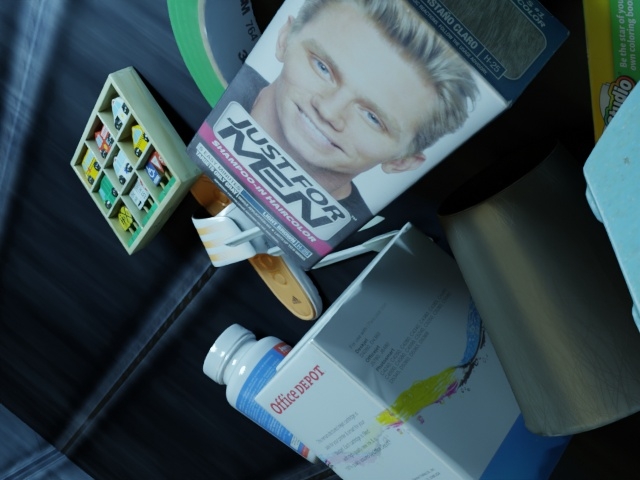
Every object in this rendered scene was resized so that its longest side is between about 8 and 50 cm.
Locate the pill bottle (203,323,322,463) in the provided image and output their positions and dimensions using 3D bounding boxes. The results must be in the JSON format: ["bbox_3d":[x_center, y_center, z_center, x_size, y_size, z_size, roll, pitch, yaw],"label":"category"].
[{"bbox_3d":[-0.061,0.220,1.396,0.221,0.124,0.124,32,146,16],"label":"pill bottle"}]

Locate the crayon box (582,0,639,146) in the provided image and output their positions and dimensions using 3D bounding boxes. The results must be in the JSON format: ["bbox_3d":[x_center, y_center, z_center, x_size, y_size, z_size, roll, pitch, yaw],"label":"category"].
[{"bbox_3d":[0.275,-0.152,0.651,0.165,0.081,0.278,16,139,36],"label":"crayon box"}]

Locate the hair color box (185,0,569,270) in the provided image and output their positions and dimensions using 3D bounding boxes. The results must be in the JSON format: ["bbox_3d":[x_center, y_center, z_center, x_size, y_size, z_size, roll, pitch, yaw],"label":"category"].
[{"bbox_3d":[0.024,-0.118,0.797,0.174,0.105,0.347,44,147,-3],"label":"hair color box"}]

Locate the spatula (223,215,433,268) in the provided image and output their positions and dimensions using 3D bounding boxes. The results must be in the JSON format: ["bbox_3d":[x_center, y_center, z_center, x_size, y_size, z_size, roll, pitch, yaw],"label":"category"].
[{"bbox_3d":[0.000,0.000,1.112,0.168,0.019,0.242,16,159,-29],"label":"spatula"}]

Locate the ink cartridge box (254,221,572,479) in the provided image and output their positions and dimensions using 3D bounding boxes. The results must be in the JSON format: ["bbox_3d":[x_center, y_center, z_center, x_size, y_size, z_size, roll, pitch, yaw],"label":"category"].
[{"bbox_3d":[0.108,0.164,1.017,0.270,0.197,0.198,41,147,2],"label":"ink cartridge box"}]

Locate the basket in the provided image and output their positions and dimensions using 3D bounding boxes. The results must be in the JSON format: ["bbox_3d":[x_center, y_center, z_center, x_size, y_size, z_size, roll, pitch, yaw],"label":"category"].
[{"bbox_3d":[0.220,0.034,0.861,0.204,0.154,0.227,-30,100,20],"label":"basket"}]

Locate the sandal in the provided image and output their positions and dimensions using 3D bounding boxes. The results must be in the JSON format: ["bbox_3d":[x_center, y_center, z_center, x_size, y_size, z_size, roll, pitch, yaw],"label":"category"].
[{"bbox_3d":[-0.096,0.019,1.247,0.265,0.076,0.102,52,146,-13],"label":"sandal"}]

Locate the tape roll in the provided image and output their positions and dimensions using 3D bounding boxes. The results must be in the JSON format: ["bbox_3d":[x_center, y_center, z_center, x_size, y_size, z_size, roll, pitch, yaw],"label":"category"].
[{"bbox_3d":[-0.003,-0.189,0.912,0.321,0.077,0.321,28,144,23],"label":"tape roll"}]

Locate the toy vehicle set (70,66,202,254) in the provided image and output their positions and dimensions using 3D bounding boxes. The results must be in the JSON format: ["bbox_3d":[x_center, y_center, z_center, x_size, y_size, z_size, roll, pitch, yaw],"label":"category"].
[{"bbox_3d":[-0.259,-0.100,1.290,0.166,0.035,0.267,56,147,4],"label":"toy vehicle set"}]

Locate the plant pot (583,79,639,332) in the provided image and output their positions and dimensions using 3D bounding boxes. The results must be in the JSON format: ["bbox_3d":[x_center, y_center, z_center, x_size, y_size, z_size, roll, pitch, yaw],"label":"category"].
[{"bbox_3d":[0.298,-0.007,0.516,0.252,0.247,0.248,-28,126,19],"label":"plant pot"}]
